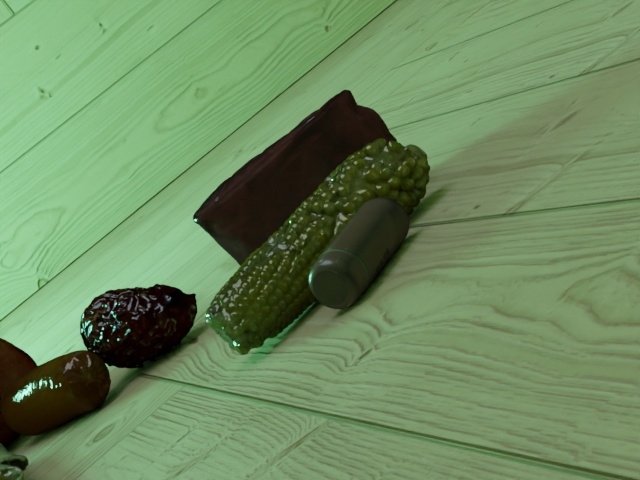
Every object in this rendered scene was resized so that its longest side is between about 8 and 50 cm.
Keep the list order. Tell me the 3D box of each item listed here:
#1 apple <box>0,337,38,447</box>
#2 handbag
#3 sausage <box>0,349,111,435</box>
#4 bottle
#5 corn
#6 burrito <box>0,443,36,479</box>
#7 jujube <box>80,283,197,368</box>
[{"bbox_3d":[-0.443,0.194,2.114,0.168,0.181,0.181,-63,17,-18],"label":"apple"},{"bbox_3d":[-0.015,-0.051,1.816,0.225,0.135,0.146,-38,9,25],"label":"handbag"},{"bbox_3d":[-0.310,0.178,1.975,0.197,0.076,0.076,-27,14,50],"label":"sausage"},{"bbox_3d":[0.037,0.010,1.559,0.053,0.053,0.140,-31,11,37],"label":"bottle"},{"bbox_3d":[0.000,0.000,1.647,0.288,0.086,0.086,-43,11,-24],"label":"corn"},{"bbox_3d":[-0.377,0.265,1.820,0.117,0.076,0.392,-34,10,-18],"label":"burrito"},{"bbox_3d":[-0.215,0.097,1.945,0.166,0.104,0.104,-23,17,51],"label":"jujube"}]
